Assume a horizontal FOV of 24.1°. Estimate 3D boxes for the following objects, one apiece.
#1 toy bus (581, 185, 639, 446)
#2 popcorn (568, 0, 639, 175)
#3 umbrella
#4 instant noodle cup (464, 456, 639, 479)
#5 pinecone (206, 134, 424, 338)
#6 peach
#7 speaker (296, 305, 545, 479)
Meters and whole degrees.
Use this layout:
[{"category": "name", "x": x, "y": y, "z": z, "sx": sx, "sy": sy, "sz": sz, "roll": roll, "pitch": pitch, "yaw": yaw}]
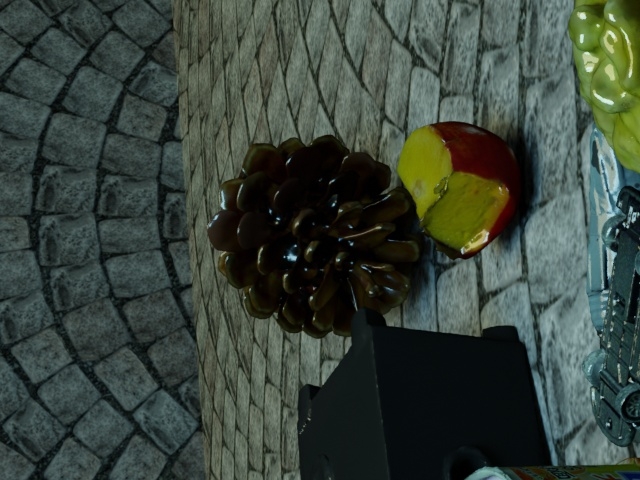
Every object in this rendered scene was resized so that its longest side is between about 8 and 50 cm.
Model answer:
[{"category": "toy bus", "x": 0.258, "y": 0.060, "z": 1.129, "sx": 0.087, "sy": 0.089, "sz": 0.194, "roll": -124, "pitch": 37, "yaw": -68}, {"category": "popcorn", "x": 0.268, "y": -0.133, "z": 0.897, "sx": 0.225, "sy": 0.249, "sz": 0.249, "roll": -9, "pitch": 80, "yaw": 45}, {"category": "umbrella", "x": 0.247, "y": 0.012, "z": 1.239, "sx": 0.052, "sy": 0.053, "sz": 0.250, "roll": -165, "pitch": 77, "yaw": -74}, {"category": "instant noodle cup", "x": 0.190, "y": 0.268, "z": 1.203, "sx": 0.205, "sy": 0.153, "sz": 0.205, "roll": -170, "pitch": 90, "yaw": -70}, {"category": "pinecone", "x": 0.010, "y": 0.000, "z": 1.805, "sx": 0.264, "sy": 0.264, "sz": 0.264, "roll": 180, "pitch": 90, "yaw": -75}, {"category": "peach", "x": 0.143, "y": -0.063, "z": 1.517, "sx": 0.151, "sy": 0.118, "sz": 0.151, "roll": 57, "pitch": -169, "yaw": -18}, {"category": "speaker", "x": 0.093, "y": 0.227, "z": 1.502, "sx": 0.232, "sy": 0.184, "sz": 0.254, "roll": 123, "pitch": 148, "yaw": -50}]
